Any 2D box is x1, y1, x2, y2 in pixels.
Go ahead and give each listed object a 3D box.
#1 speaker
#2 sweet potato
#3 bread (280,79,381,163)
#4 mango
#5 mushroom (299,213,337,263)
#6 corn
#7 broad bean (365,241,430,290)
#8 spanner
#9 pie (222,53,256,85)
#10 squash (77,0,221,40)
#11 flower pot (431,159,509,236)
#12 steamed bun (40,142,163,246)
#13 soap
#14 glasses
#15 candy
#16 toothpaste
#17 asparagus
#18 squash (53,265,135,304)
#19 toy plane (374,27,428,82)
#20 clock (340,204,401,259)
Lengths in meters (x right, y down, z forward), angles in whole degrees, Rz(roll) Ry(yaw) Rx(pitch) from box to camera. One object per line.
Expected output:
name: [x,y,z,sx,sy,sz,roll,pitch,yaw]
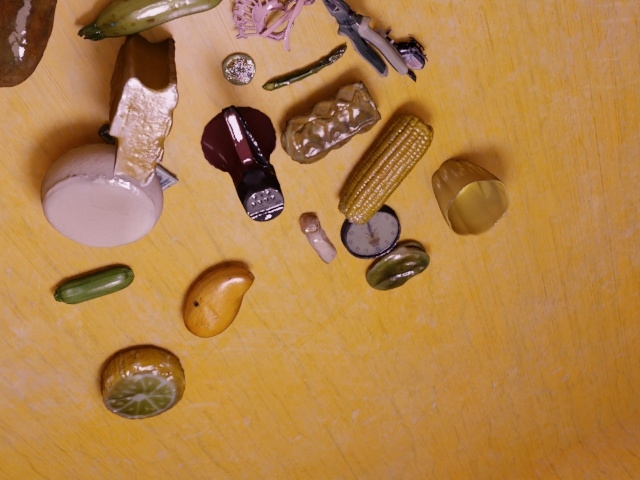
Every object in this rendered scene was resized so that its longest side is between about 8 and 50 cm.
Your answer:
speaker: [-0.163,-0.214,1.757,0.198,0.329,0.259,1,117,-19]
sweet potato: [-0.611,-0.503,1.515,0.131,0.130,0.422,12,113,-26]
bread: [0.023,-0.296,1.875,0.268,0.130,0.152,-31,137,4]
mango: [-0.297,0.169,2.113,0.157,0.109,0.262,33,104,-24]
mushroom: [-0.003,0.002,2.130,0.059,0.054,0.202,-29,133,1]
corn: [0.172,-0.193,1.998,0.131,0.131,0.344,26,113,-32]
broad bean: [0.236,0.083,2.254,0.207,0.072,0.153,-31,129,4]
spanner: [0.098,-0.496,1.763,0.325,0.096,0.040,36,66,-44]
pie: [-0.199,-0.415,1.780,0.085,0.017,0.085,-9,126,-13]
squash: [-0.374,-0.513,1.605,0.341,0.094,0.094,-19,128,-5]
flower pot: [0.412,-0.136,2.090,0.195,0.179,0.195,-11,128,-14]
steamed bun: [-0.521,-0.123,1.768,0.283,0.177,0.283,-3,141,-2]
soap: [-0.395,-0.298,1.630,0.143,0.281,0.259,9,121,-21]
glasses: [-0.094,-0.545,1.676,0.162,0.095,0.255,32,107,-33]
candy: [-0.536,0.434,2.218,0.260,0.118,0.259,-10,132,-12]
toothpaste: [-0.455,-0.203,1.831,0.062,0.039,0.239,-32,131,17]
asparagus: [-0.035,-0.423,1.825,0.236,0.027,0.034,-26,117,0]
squash: [-0.614,0.123,1.988,0.219,0.077,0.068,-16,120,-5]
toy plane: [0.205,-0.479,1.854,0.197,0.053,0.078,28,130,-37]
clock: [0.151,-0.024,2.169,0.185,0.040,0.184,-10,127,-13]
